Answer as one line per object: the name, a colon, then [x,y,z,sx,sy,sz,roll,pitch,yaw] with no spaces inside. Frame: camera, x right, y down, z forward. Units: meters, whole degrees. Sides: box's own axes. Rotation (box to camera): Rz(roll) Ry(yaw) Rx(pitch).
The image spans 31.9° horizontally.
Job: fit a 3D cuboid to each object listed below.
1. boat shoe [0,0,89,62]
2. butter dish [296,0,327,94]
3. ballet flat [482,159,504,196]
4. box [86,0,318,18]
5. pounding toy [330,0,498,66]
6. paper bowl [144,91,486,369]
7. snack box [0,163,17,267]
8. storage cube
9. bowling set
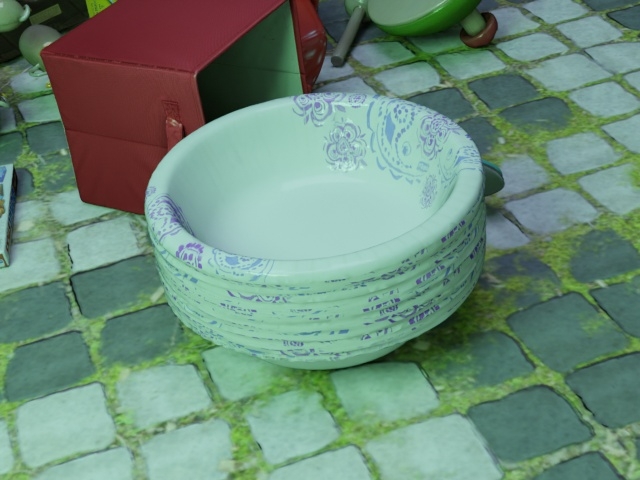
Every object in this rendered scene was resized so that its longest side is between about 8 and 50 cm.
boat shoe: [-0.430,-0.304,1.542,0.257,0.095,0.095,-26,24,-35]
butter dish: [-0.052,-0.204,1.295,0.160,0.160,0.118,-22,62,-29]
ballet flat: [0.076,-0.054,1.115,0.213,0.072,0.068,12,66,26]
box: [-0.158,-0.391,1.431,0.279,0.290,0.177,-3,34,7]
pounding toy: [0.142,-0.292,1.429,0.237,0.110,0.183,-23,38,29]
paper bowl: [0.000,0.000,0.962,0.284,0.148,0.284,-4,35,3]
snack box: [-0.354,-0.025,1.168,0.064,0.022,0.178,-11,35,-5]
storage cube: [-0.140,-0.145,1.166,0.193,0.184,0.215,11,39,26]
bowling set: [-0.423,-0.240,1.280,0.287,0.200,0.154,-26,40,-20]
